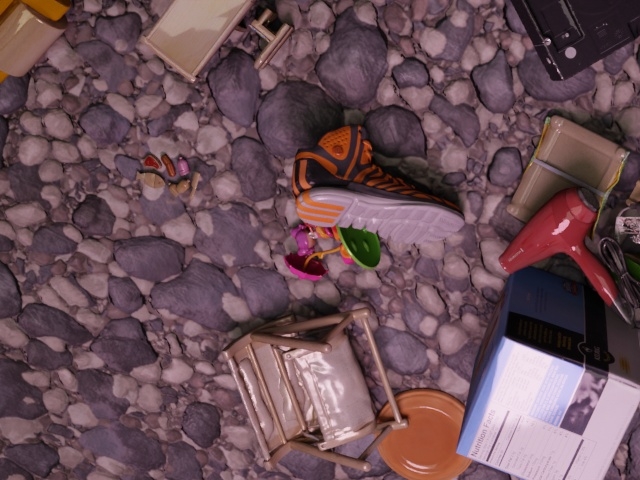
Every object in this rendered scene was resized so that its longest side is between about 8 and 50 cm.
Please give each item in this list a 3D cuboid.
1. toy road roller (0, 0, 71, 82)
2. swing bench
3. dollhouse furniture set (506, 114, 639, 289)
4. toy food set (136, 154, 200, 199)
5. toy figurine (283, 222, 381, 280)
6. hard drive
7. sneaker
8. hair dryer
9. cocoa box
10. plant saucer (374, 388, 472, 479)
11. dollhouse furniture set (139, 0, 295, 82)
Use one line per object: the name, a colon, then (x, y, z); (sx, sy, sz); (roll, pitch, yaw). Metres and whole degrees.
toy road roller: (-0.622, -0.462, 1.852); (0.202, 0.240, 0.330); (-41, 133, 21)
swing bench: (-0.011, 0.276, 1.944); (0.255, 0.165, 0.253); (-8, 108, 37)
dollhouse furniture set: (0.494, -0.060, 1.774); (0.301, 0.151, 0.197); (34, 108, 31)
toy food set: (-0.280, -0.125, 1.955); (0.122, 0.019, 0.078); (25, 111, 12)
toy figurine: (0.000, 0.000, 1.894); (0.159, 0.130, 0.173); (-26, 79, 29)
hard drive: (0.390, -0.450, 1.630); (0.237, 0.064, 0.339); (-31, 101, -2)
sneaker: (0.103, -0.107, 1.818); (0.321, 0.180, 0.124); (12, 145, -25)
hair dryer: (0.420, 0.025, 1.683); (0.294, 0.080, 0.223); (4, 92, 36)
cocoa box: (0.379, 0.221, 1.742); (0.228, 0.347, 0.231); (20, 112, 6)
plant saucer: (0.200, 0.379, 2.003); (0.200, 0.037, 0.199); (4, 109, 12)
dollhouse furniture set: (-0.182, -0.356, 1.731); (0.212, 0.242, 0.161); (39, 99, -2)
